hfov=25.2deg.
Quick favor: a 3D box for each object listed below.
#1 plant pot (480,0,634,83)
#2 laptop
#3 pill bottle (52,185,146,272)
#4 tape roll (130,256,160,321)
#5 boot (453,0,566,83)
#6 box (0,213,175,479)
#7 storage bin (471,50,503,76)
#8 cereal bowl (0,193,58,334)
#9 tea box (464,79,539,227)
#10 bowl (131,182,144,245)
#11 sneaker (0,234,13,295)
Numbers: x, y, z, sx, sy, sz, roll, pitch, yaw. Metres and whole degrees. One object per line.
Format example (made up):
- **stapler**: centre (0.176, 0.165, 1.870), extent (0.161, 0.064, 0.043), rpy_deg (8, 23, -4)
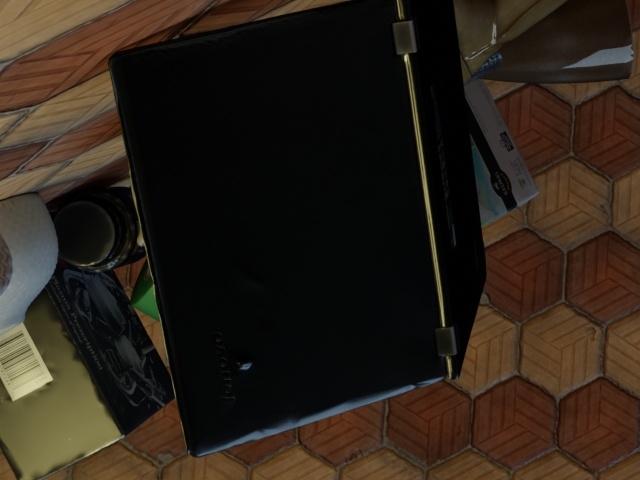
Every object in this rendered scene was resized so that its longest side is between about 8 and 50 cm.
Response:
- **plant pot**: centre (0.336, -0.325, 2.186), extent (0.230, 0.215, 0.215), rpy_deg (-14, -179, 2)
- **laptop**: centre (0.007, -0.055, 1.394), extent (0.236, 0.382, 0.408), rpy_deg (-4, -161, 15)
- **pill bottle**: centre (-0.317, -0.016, 2.087), extent (0.122, 0.123, 0.219), rpy_deg (-27, -179, 8)
- **tape roll**: centre (-0.165, -0.026, 2.091), extent (0.321, 0.077, 0.321), rpy_deg (-55, -168, 18)
- **boot**: centre (0.230, -0.319, 1.669), extent (0.269, 0.089, 0.236), rpy_deg (-38, 160, 0)
- **box**: centre (-0.398, 0.147, 2.129), extent (0.179, 0.343, 0.312), rpy_deg (-28, -179, 9)
- **storage bin**: centre (0.179, -0.272, 1.920), extent (0.084, 0.122, 0.180), rpy_deg (-27, 180, 4)
- **cereal bowl**: centre (-0.476, 0.075, 1.805), extent (0.339, 0.141, 0.339), rpy_deg (-28, 180, 0)
- **tea box**: centre (0.146, -0.142, 2.425), extent (0.220, 0.329, 0.323), rpy_deg (-27, -179, 45)
- **bowl**: centre (-0.105, -0.117, 1.645), extent (0.297, 0.134, 0.298), rpy_deg (-28, 180, 0)
- **sneaker**: centre (-0.477, 0.073, 1.319), extent (0.365, 0.137, 0.210), rpy_deg (-21, 178, -33)
